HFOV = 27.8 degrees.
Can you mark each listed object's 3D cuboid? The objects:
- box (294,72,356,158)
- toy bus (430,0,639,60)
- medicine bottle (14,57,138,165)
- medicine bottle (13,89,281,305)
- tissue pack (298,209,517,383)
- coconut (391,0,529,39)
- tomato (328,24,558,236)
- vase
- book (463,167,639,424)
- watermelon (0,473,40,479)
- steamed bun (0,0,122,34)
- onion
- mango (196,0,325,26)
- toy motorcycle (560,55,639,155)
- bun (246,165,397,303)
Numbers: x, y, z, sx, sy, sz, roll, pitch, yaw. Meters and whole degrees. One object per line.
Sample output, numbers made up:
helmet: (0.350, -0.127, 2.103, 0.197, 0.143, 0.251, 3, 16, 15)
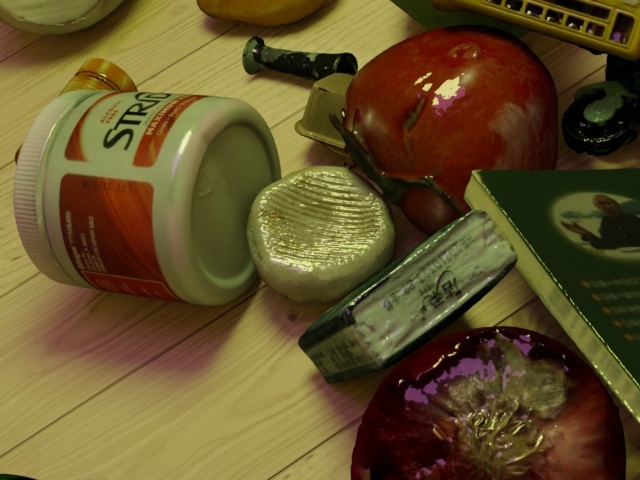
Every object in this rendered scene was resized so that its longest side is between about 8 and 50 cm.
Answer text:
box: (0.054, -0.150, 1.681, 0.177, 0.111, 0.111, 20, 59, 30)
toy bus: (0.236, -0.319, 1.507, 0.331, 0.151, 0.145, 20, 12, 14)
medicine bottle: (-0.347, -0.163, 1.845, 0.096, 0.096, 0.192, 10, 53, 28)
medicine bottle: (-0.204, -0.055, 1.578, 0.241, 0.252, 0.252, 5, 51, 26)
tissue pack: (0.086, 0.067, 1.369, 0.185, 0.257, 0.081, -38, 89, -15)
coconut: (0.210, -0.405, 1.734, 0.281, 0.328, 0.328, -8, 37, -30)
tomato: (0.177, -0.158, 1.524, 0.309, 0.170, 0.309, 5, 60, -9)
vase: (-0.031, -0.250, 1.828, 0.167, 0.059, 0.059, 15, 56, 33)
book: (0.339, 0.045, 1.340, 0.260, 0.043, 0.371, -2, 39, -26)
watermelon: (-0.314, 0.358, 1.245, 0.269, 0.269, 0.269, -11, 46, 12)
steamed bun: (-0.429, -0.482, 2.054, 0.309, 0.309, 0.309, -11, 46, 12)
onion: (0.165, 0.223, 1.251, 0.272, 0.195, 0.272, -1, 82, 4)
mango: (-0.081, -0.384, 1.935, 0.227, 0.109, 0.147, -14, 55, 14)
toy motorcycle: (0.456, -0.180, 1.534, 0.331, 0.125, 0.196, -3, 49, 25)
bun: (0.000, 0.000, 1.553, 0.183, 0.102, 0.183, 1, 59, -2)
